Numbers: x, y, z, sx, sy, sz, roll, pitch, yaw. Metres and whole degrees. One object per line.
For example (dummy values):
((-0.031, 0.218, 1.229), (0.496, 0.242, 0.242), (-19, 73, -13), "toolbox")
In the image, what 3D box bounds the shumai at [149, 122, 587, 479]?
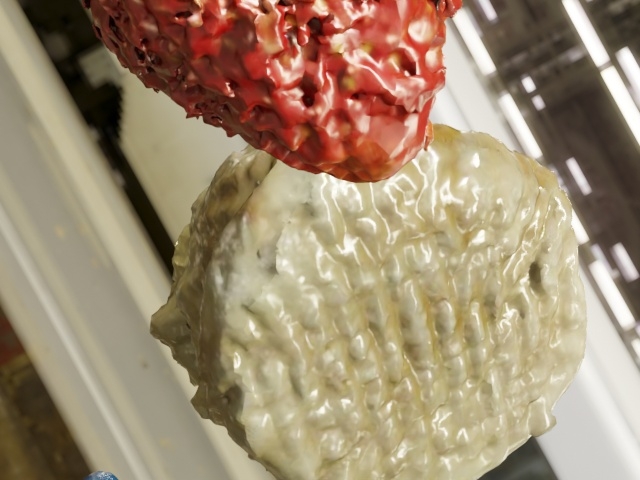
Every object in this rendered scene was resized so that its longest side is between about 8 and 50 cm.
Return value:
((0.000, 0.000, 1.090), (0.262, 0.267, 0.314), (43, -6, 45), "shumai")

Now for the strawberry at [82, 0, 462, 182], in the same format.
((-0.016, -0.116, 0.760), (0.201, 0.184, 0.187), (63, -30, 2), "strawberry")

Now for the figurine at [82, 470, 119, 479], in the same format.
((-0.030, 0.208, 0.674), (0.338, 0.283, 0.204), (55, -2, 40), "figurine")
